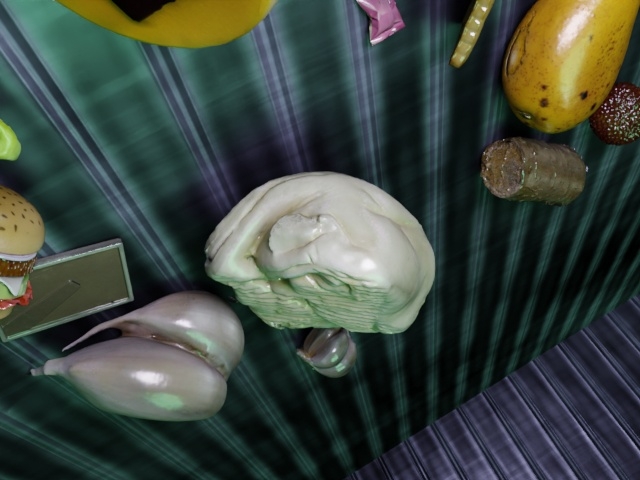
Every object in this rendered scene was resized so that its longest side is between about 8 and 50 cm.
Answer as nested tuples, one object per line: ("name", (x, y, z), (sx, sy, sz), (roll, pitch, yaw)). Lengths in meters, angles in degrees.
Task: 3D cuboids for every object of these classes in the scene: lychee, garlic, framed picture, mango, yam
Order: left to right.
("framed picture", (-0.394, 0.076, 0.865), (0.203, 0.015, 0.150), (-18, 143, -23))
("garlic", (-0.285, 0.187, 0.987), (0.340, 0.231, 0.246), (21, 164, -32))
("garlic", (0.045, 0.235, 1.338), (0.194, 0.127, 0.131), (-44, 146, -20))
("yam", (0.440, -0.142, 1.179), (0.238, 0.129, 0.128), (-1, 133, -39))
("mango", (0.403, -0.314, 0.927), (0.191, 0.160, 0.290), (-2, 131, -25))
("lychee", (0.621, -0.266, 1.188), (0.123, 0.123, 0.129), (-36, 138, 3))

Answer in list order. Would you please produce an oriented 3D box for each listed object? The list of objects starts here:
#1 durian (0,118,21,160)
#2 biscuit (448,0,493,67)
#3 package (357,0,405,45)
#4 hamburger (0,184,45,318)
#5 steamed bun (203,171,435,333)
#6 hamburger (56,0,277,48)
("durian", (-0.436, -0.102, 0.541), (0.250, 0.101, 0.139), (-21, 142, -20))
("biscuit", (0.233, -0.366, 0.736), (0.172, 0.029, 0.254), (-64, 173, -46))
("package", (0.081, -0.312, 0.773), (0.059, 0.029, 0.083), (-35, 137, -5))
("hamburger", (-0.397, 0.001, 0.650), (0.175, 0.175, 0.137), (23, 103, -51))
("steamed bun", (0.000, 0.000, 0.905), (0.347, 0.237, 0.394), (22, 155, -21))
("hamburger", (-0.128, -0.290, 0.434), (0.276, 0.294, 0.179), (36, 62, -40))
